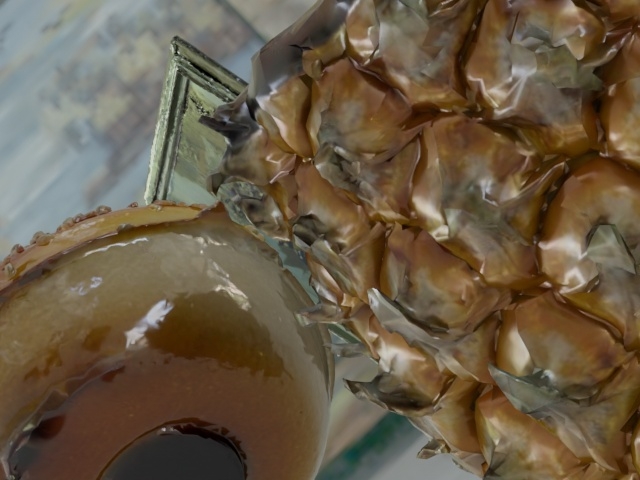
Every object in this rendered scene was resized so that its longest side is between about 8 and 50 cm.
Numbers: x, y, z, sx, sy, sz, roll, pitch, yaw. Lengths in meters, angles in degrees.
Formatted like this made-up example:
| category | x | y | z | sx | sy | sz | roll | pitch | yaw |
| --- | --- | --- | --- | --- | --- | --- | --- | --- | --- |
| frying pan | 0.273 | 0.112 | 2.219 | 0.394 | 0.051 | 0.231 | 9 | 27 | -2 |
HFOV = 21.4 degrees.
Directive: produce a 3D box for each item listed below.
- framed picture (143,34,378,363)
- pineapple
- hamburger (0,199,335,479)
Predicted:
| category | x | y | z | sx | sy | sz | roll | pitch | yaw |
| --- | --- | --- | --- | --- | --- | --- | --- | --- | --- |
| framed picture | 0.000 | 0.000 | 1.099 | 0.017 | 0.274 | 0.217 | -52 | -9 | -27 |
| pineapple | 0.156 | -0.028 | 0.694 | 0.352 | 0.300 | 0.352 | -41 | -1 | -1 |
| hamburger | -0.101 | 0.084 | 0.880 | 0.237 | 0.237 | 0.147 | -43 | 39 | 11 |
